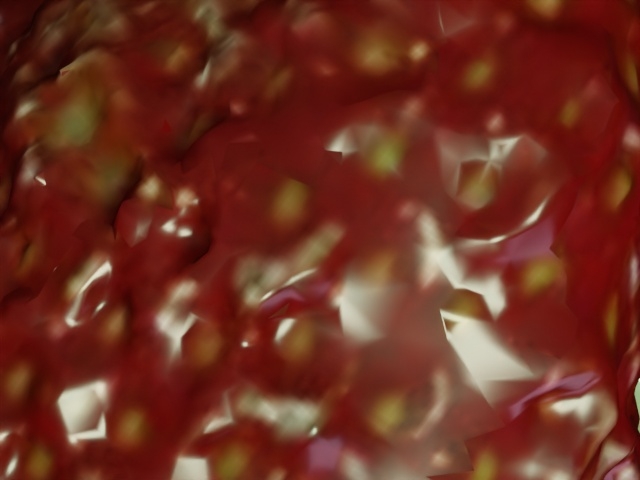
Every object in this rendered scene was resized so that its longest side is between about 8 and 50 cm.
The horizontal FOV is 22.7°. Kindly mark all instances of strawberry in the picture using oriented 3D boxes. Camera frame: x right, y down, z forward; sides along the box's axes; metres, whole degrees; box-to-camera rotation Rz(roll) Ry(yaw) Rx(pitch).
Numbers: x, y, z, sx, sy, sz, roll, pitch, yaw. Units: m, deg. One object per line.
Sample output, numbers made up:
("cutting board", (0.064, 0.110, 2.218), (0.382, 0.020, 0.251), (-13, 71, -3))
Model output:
("strawberry", (-0.001, -0.002, 0.424), (0.258, 0.261, 0.261), (-29, -175, 6))

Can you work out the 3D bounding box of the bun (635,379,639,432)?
("bun", (0.014, 0.094, 0.699), (0.359, 0.211, 0.359), (-48, -164, 18))
